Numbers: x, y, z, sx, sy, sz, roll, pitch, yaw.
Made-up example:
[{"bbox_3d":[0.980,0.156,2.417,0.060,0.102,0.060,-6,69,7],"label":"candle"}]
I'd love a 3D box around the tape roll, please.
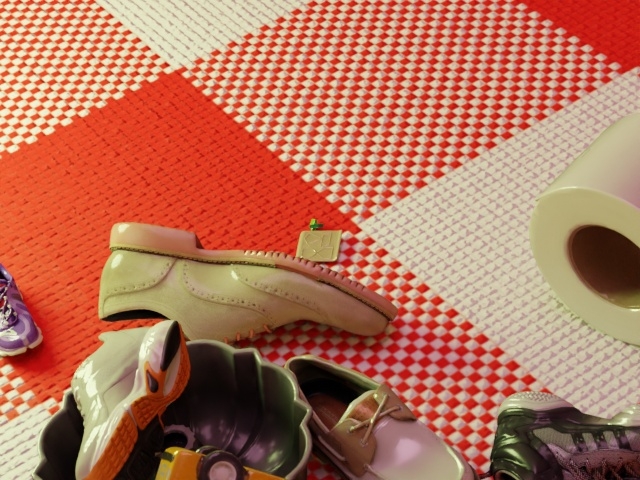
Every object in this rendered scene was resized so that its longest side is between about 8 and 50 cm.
[{"bbox_3d":[0.403,-0.014,2.109,0.246,0.246,0.169,25,52,33],"label":"tape roll"}]

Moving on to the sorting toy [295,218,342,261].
[{"bbox_3d":[0.000,0.000,2.350,0.062,0.012,0.083,-4,45,15],"label":"sorting toy"}]

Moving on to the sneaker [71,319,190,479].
[{"bbox_3d":[-0.239,0.196,1.952,0.121,0.099,0.262,-3,34,20],"label":"sneaker"}]

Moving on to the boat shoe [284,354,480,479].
[{"bbox_3d":[0.057,0.227,1.990,0.113,0.103,0.302,-41,42,-25],"label":"boat shoe"}]

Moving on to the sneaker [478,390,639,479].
[{"bbox_3d":[0.308,0.263,1.934,0.268,0.101,0.153,8,45,28],"label":"sneaker"}]

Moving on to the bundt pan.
[{"bbox_3d":[-0.161,0.275,1.997,0.330,0.124,0.331,-6,41,5],"label":"bundt pan"}]

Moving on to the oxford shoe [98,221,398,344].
[{"bbox_3d":[-0.098,0.086,2.219,0.397,0.140,0.146,11,77,16],"label":"oxford shoe"}]

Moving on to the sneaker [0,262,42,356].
[{"bbox_3d":[-0.425,0.091,2.295,0.068,0.071,0.170,-23,44,-13],"label":"sneaker"}]

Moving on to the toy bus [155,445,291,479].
[{"bbox_3d":[-0.016,0.315,1.806,0.332,0.108,0.130,18,83,-10],"label":"toy bus"}]
